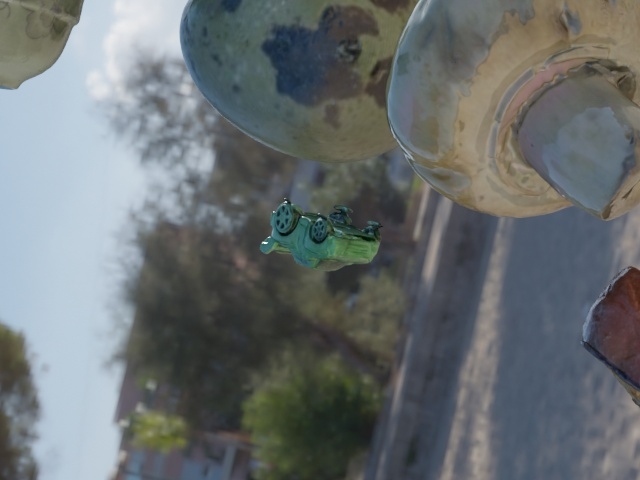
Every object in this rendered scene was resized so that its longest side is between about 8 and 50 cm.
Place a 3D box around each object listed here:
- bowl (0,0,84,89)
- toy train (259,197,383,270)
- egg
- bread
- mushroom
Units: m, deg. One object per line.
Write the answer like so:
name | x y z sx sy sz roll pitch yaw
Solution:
bowl | -0.478 -0.297 1.837 0.307 0.307 0.163 -29 -51 -86
toy train | 0.000 0.000 1.590 0.149 0.099 0.081 29 106 51
egg | -0.009 -0.302 2.130 0.345 0.428 0.345 -161 90 -90
bread | 0.397 0.135 1.577 0.123 0.190 0.244 -48 -26 -1
mushroom | 0.266 -0.171 1.588 0.325 0.353 0.353 76 -153 -77
